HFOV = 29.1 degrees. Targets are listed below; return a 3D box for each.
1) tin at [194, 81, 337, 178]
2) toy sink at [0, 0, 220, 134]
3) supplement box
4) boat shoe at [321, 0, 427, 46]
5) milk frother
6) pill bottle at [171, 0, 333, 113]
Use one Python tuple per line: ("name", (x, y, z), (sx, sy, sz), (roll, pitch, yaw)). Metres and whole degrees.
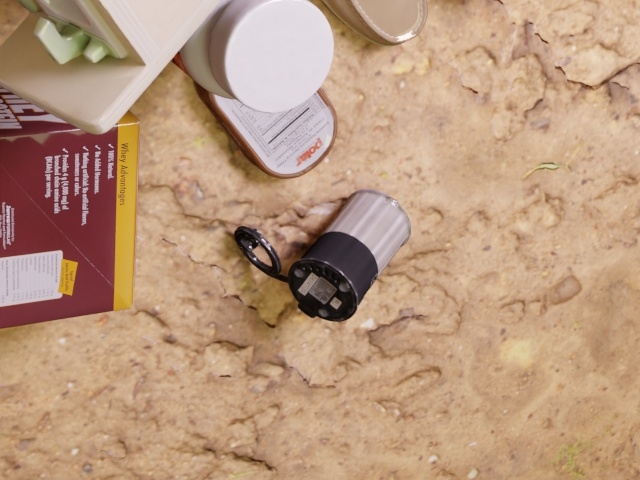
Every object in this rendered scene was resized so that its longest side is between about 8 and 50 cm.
("tin", (-0.053, -0.141, 1.260), (0.106, 0.040, 0.189), (-39, 129, -1))
("toy sink", (-0.173, -0.226, 0.951), (0.234, 0.153, 0.131), (-52, 144, -14))
("supplement box", (-0.279, -0.035, 1.122), (0.194, 0.129, 0.191), (-8, 119, -27))
("boat shoe", (0.034, -0.300, 1.182), (0.109, 0.098, 0.302), (-38, 128, -8))
("milk frother", (0.000, 0.000, 1.338), (0.143, 0.129, 0.135), (50, 47, -12))
("pill bottle", (-0.084, -0.196, 1.090), (0.121, 0.221, 0.121), (-14, 122, -24))
